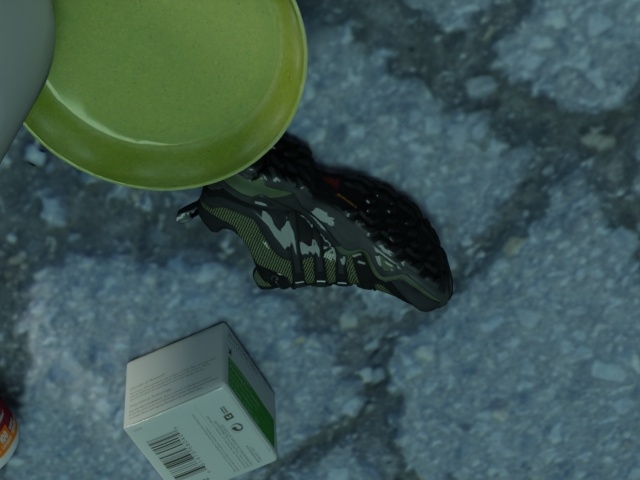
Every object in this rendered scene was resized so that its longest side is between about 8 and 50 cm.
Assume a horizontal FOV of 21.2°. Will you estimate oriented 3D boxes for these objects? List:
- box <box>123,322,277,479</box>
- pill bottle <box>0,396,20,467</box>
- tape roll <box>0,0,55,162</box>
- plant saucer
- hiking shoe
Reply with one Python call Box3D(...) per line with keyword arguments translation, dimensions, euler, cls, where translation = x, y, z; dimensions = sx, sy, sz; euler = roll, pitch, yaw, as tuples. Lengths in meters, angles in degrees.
Box3D(translation=(-0.103, 0.147, 1.474), dimensions=(0.102, 0.087, 0.101), euler=(-24, 124, 13), cls="box")
Box3D(translation=(-0.325, 0.131, 1.448), dimensions=(0.086, 0.086, 0.152), euler=(-20, 126, 11), cls="pill bottle")
Box3D(translation=(-0.322, -0.126, 1.186), dimensions=(0.246, 0.169, 0.246), euler=(4, 123, 6), cls="tape roll")
Box3D(translation=(-0.127, -0.149, 1.267), dimensions=(0.241, 0.037, 0.241), euler=(3, 123, 5), cls="plant saucer")
Box3D(translation=(0.000, 0.000, 1.386), dimensions=(0.227, 0.086, 0.114), euler=(32, 127, -14), cls="hiking shoe")
